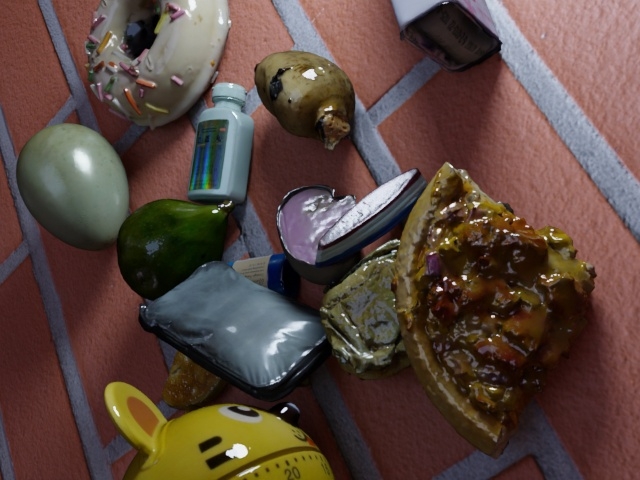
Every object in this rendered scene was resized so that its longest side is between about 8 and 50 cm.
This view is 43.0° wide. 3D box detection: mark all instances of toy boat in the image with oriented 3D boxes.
[{"bbox_3d":[0.075,-0.038,1.278,0.229,0.046,0.080,-37,55,-17],"label":"toy boat"}]

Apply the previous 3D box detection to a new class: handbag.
[{"bbox_3d":[-0.141,0.137,1.346,0.332,0.191,0.075,25,139,33],"label":"handbag"}]

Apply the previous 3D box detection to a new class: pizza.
[{"bbox_3d":[-0.228,0.246,1.517,0.175,0.046,0.134,-18,70,33],"label":"pizza"},{"bbox_3d":[0.235,0.088,1.111,0.278,0.114,0.409,-4,84,17],"label":"pizza"}]

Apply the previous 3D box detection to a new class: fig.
[{"bbox_3d":[-0.262,-0.001,1.509,0.245,0.195,0.195,-38,59,30],"label":"fig"}]

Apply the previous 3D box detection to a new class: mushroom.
[{"bbox_3d":[0.000,0.000,1.357,0.117,0.141,0.188,97,157,-50],"label":"mushroom"}]

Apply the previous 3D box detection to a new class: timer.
[{"bbox_3d":[-0.157,0.381,1.240,0.376,0.376,0.387,-47,58,20],"label":"timer"}]

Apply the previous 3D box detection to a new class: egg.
[{"bbox_3d":[-0.511,-0.109,1.710,0.218,0.218,0.295,-42,69,23],"label":"egg"}]

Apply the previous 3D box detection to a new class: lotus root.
[{"bbox_3d":[-0.030,-0.258,1.412,0.257,0.154,0.140,41,111,40],"label":"lotus root"}]

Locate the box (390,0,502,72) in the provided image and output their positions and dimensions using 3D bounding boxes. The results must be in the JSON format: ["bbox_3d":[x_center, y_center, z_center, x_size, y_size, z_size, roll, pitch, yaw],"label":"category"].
[{"bbox_3d":[0.161,-0.455,1.290,0.112,0.190,0.369,-26,64,31],"label":"box"}]

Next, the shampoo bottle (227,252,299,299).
[{"bbox_3d":[-0.122,0.074,1.472,0.183,0.050,0.087,-10,77,36],"label":"shampoo bottle"}]

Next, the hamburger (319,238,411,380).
[{"bbox_3d":[0.106,0.111,1.257,0.206,0.130,0.183,-35,69,11],"label":"hamburger"}]

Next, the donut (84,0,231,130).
[{"bbox_3d":[-0.356,-0.428,1.712,0.382,0.142,0.382,-10,73,37],"label":"donut"}]

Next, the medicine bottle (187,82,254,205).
[{"bbox_3d":[-0.187,-0.185,1.562,0.121,0.083,0.229,0,79,40],"label":"medicine bottle"}]

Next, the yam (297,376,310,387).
[{"bbox_3d":[-0.041,0.202,1.387,0.043,0.043,0.094,-25,64,31],"label":"yam"}]
